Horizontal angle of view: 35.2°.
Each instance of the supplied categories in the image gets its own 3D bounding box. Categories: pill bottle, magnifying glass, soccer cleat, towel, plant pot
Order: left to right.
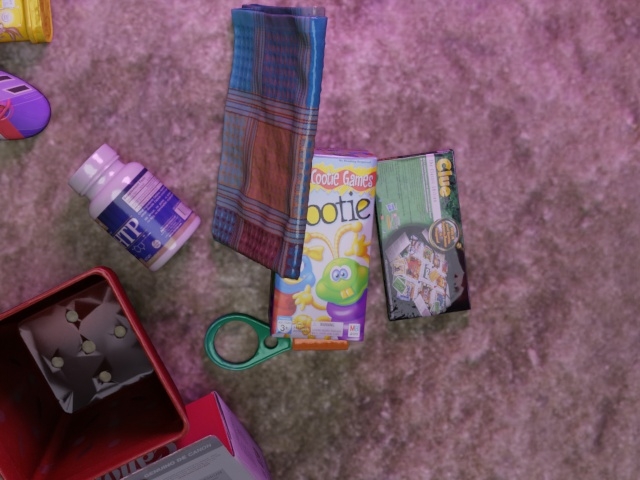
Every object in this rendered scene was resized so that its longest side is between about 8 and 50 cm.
[{"bbox_3d":[-0.523,-0.209,1.425,0.318,0.116,0.109,19,95,-38],"label":"soccer cleat"},{"bbox_3d":[-0.362,0.187,1.495,0.267,0.236,0.267,-26,101,1],"label":"plant pot"},{"bbox_3d":[-0.283,-0.052,1.523,0.186,0.112,0.112,43,94,-9],"label":"pill bottle"},{"bbox_3d":[-0.081,-0.153,1.449,0.040,0.271,0.370,1,101,-29],"label":"towel"},{"bbox_3d":[-0.070,0.162,1.620,0.231,0.026,0.092,0,99,-2],"label":"magnifying glass"}]

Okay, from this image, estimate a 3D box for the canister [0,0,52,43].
[{"bbox_3d":[-0.489,-0.349,1.479,0.170,0.073,0.126,-3,100,-2],"label":"canister"}]

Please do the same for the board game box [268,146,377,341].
[{"bbox_3d":[0.000,0.000,1.535,0.144,0.142,0.275,3,99,-5],"label":"board game box"}]

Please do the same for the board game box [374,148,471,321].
[{"bbox_3d":[0.159,-0.008,1.604,0.136,0.030,0.260,-7,100,-1],"label":"board game box"}]

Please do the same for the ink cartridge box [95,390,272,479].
[{"bbox_3d":[-0.255,0.370,1.521,0.309,0.130,0.272,-26,138,0],"label":"ink cartridge box"}]
